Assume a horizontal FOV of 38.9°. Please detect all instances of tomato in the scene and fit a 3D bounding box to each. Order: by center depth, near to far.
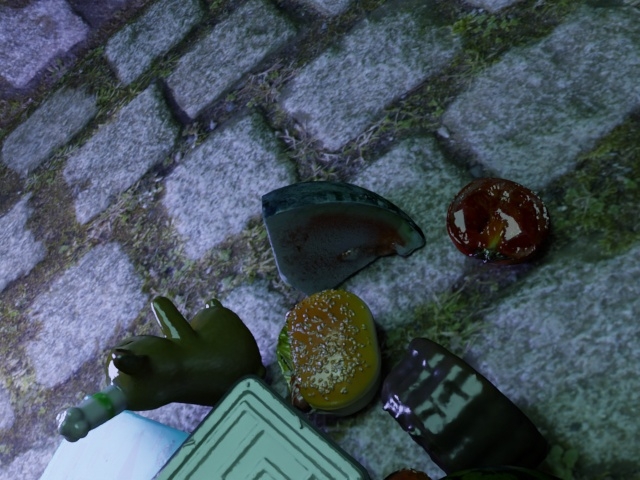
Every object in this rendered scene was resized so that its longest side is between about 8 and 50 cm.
[{"bbox_3d":[0.280,-0.019,1.435,0.159,0.091,0.139,10,69,13],"label":"tomato"}]

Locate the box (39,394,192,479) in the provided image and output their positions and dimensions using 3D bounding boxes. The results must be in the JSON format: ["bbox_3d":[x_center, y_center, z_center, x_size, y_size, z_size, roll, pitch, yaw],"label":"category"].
[{"bbox_3d":[-0.324,0.402,1.527,0.311,0.118,0.205,6,63,42],"label":"box"}]

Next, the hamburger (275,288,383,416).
[{"bbox_3d":[0.014,0.181,1.450,0.172,0.116,0.210,-24,47,20],"label":"hamburger"}]

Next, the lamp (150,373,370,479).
[{"bbox_3d":[-0.099,0.373,1.343,0.266,0.047,0.269,36,78,22],"label":"lamp"}]

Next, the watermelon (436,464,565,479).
[{"bbox_3d":[0.209,0.387,0.984,0.285,0.285,0.285,-22,44,23],"label":"watermelon"}]

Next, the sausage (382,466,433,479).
[{"bbox_3d":[0.061,0.454,1.186,0.102,0.102,0.330,17,66,46],"label":"sausage"}]

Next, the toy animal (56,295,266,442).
[{"bbox_3d":[-0.268,0.202,1.482,0.180,0.362,0.181,38,117,42],"label":"toy animal"}]

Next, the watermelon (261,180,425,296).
[{"bbox_3d":[0.000,0.000,1.570,0.319,0.289,0.214,12,93,30],"label":"watermelon"}]

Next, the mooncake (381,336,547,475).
[{"bbox_3d":[0.177,0.238,1.187,0.124,0.228,0.228,-47,40,-5],"label":"mooncake"}]
